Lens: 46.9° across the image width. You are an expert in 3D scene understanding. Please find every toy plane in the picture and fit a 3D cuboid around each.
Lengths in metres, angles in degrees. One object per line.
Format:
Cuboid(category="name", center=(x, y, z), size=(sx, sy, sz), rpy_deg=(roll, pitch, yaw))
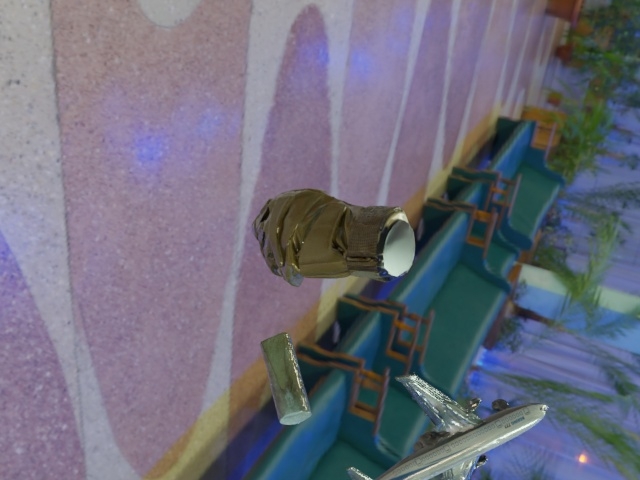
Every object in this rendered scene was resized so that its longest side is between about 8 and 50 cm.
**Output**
Cuboid(category="toy plane", center=(0.124, 0.205, 0.714), size=(0.226, 0.058, 0.226), rpy_deg=(-25, 120, -25))

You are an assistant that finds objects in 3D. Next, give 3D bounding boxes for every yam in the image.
Cuboid(category="yam", center=(-0.066, 0.263, 1.410), size=(0.068, 0.068, 0.169), rpy_deg=(42, 29, -67))

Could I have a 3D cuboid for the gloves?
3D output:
Cuboid(category="gloves", center=(-0.009, -0.005, 1.147), size=(0.141, 0.331, 0.154), rpy_deg=(20, 79, -45))
